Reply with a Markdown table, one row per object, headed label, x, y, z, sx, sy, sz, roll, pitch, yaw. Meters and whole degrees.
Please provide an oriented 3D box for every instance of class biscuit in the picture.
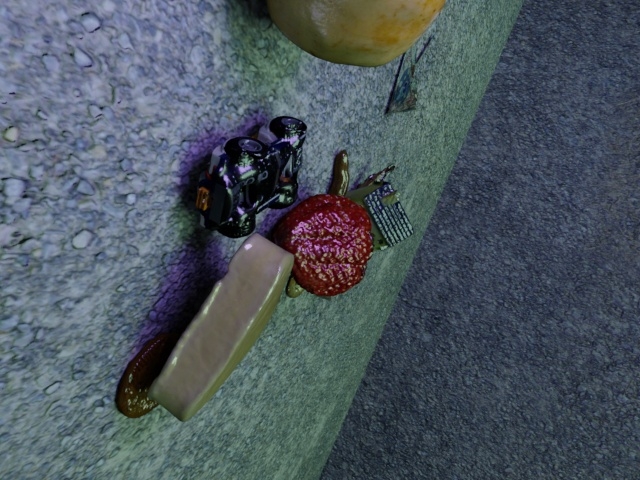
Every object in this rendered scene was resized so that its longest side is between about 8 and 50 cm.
| label | x | y | z | sx | sy | sz | roll | pitch | yaw |
| --- | --- | --- | --- | --- | --- | --- | --- | --- | --- |
| biscuit | -0.335 | 0.273 | 1.134 | 0.188 | 0.027 | 0.187 | -53 | 158 | -33 |

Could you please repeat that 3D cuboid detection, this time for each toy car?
| label | x | y | z | sx | sy | sz | roll | pitch | yaw |
| --- | --- | --- | --- | --- | --- | --- | --- | --- | --- |
| toy car | -0.128 | -0.130 | 1.065 | 0.301 | 0.118 | 0.193 | -40 | 154 | -51 |

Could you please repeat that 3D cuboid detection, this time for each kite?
| label | x | y | z | sx | sy | sz | roll | pitch | yaw |
| --- | --- | --- | --- | --- | --- | --- | --- | --- | --- |
| kite | 0.296 | -0.543 | 1.853 | 0.368 | 0.014 | 0.406 | -59 | 159 | -20 |

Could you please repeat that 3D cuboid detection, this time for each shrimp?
| label | x | y | z | sx | sy | sz | roll | pitch | yaw |
| --- | --- | --- | --- | --- | --- | --- | --- | --- | --- |
| shrimp | 0.141 | -0.155 | 1.830 | 0.262 | 0.066 | 0.117 | -45 | 170 | -15 |
| shrimp | -0.055 | 0.096 | 1.660 | 0.095 | 0.045 | 0.162 | 31 | 88 | -49 |

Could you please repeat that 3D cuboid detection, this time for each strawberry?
| label | x | y | z | sx | sy | sz | roll | pitch | yaw |
| --- | --- | --- | --- | --- | --- | --- | --- | --- | --- |
| strawberry | 0.000 | 0.000 | 1.400 | 0.288 | 0.250 | 0.238 | 13 | 108 | -45 |

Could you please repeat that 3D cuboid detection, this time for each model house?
| label | x | y | z | sx | sy | sz | roll | pitch | yaw |
| --- | --- | --- | --- | --- | --- | --- | --- | --- | --- |
| model house | 0.158 | -0.053 | 1.638 | 0.194 | 0.211 | 0.170 | 60 | 36 | -19 |

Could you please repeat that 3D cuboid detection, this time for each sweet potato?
| label | x | y | z | sx | sy | sz | roll | pitch | yaw |
| --- | --- | --- | --- | --- | --- | --- | --- | --- | --- |
| sweet potato | 0.056 | -0.173 | 1.599 | 0.053 | 0.054 | 0.182 | -43 | 149 | -61 |

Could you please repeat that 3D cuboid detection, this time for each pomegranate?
| label | x | y | z | sx | sy | sz | roll | pitch | yaw |
| --- | --- | --- | --- | --- | --- | --- | --- | --- | --- |
| pomegranate | 0.056 | -0.449 | 0.898 | 0.332 | 0.333 | 0.332 | -52 | 156 | -34 |

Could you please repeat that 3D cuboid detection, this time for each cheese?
| label | x | y | z | sx | sy | sz | roll | pitch | yaw |
| --- | --- | --- | --- | --- | --- | --- | --- | --- | --- |
| cheese | -0.199 | 0.193 | 1.128 | 0.384 | 0.104 | 0.384 | -56 | 175 | -7 |

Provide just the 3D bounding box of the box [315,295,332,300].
| label | x | y | z | sx | sy | sz | roll | pitch | yaw |
| --- | --- | --- | --- | --- | --- | --- | --- | --- | --- |
| box | 0.028 | 0.089 | 1.747 | 0.201 | 0.058 | 0.141 | 91 | 16 | -64 |
